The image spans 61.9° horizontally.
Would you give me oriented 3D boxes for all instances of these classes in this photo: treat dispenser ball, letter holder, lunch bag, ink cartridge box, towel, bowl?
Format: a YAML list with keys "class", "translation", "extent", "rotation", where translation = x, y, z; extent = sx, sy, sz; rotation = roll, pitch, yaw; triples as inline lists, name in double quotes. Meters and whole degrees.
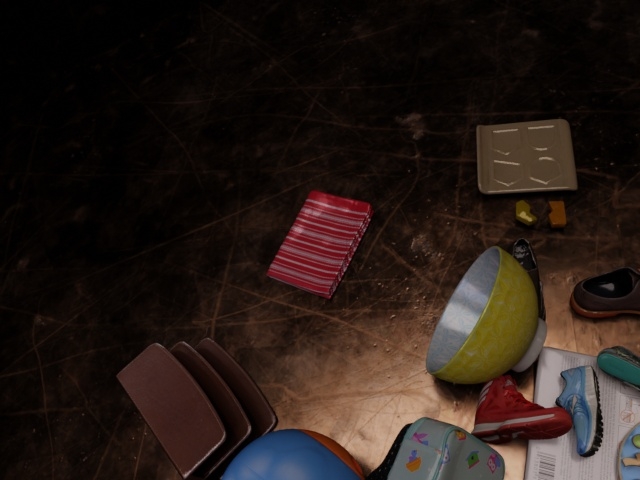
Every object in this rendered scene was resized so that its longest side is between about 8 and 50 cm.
- class: "treat dispenser ball"
  translation: [-0.049, 0.492, 0.966]
  extent: [0.288, 0.288, 0.288]
  rotation: [-8, 60, 14]
- class: "letter holder"
  translation: [-0.272, 0.353, 1.203]
  extent: [0.214, 0.152, 0.302]
  rotation: [-43, 58, -11]
- class: "lunch bag"
  translation: [0.210, 0.475, 0.939]
  extent: [0.108, 0.224, 0.279]
  rotation: [0, 59, 53]
- class: "ink cartridge box"
  translation: [0.524, 0.367, 0.982]
  extent: [0.261, 0.066, 0.296]
  rotation: [8, 65, 21]
- class: "towel"
  translation: [0.000, 0.000, 1.384]
  extent: [0.198, 0.031, 0.275]
  rotation: [17, 69, 27]
- class: "bowl"
  translation: [0.345, 0.172, 1.054]
  extent: [0.156, 0.289, 0.289]
  rotation: [29, 72, 3]

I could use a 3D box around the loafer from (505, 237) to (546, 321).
- class: "loafer"
  translation: [0.437, 0.091, 1.159]
  extent: [0.080, 0.078, 0.220]
  rotation: [-8, 59, 14]

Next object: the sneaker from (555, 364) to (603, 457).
- class: "sneaker"
  translation: [0.468, 0.309, 0.970]
  extent: [0.073, 0.063, 0.162]
  rotation: [-11, 53, 34]

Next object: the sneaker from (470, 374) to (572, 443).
- class: "sneaker"
  translation: [0.367, 0.302, 1.003]
  extent: [0.221, 0.087, 0.128]
  rotation: [-36, 34, 51]

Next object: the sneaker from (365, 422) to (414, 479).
- class: "sneaker"
  translation: [0.164, 0.465, 1.034]
  extent: [0.235, 0.097, 0.084]
  rotation: [-56, 17, 6]

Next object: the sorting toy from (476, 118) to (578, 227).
- class: "sorting toy"
  translation: [0.503, -0.164, 1.309]
  extent: [0.229, 0.041, 0.307]
  rotation: [0, 62, 13]

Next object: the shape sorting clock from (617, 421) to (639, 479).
- class: "shape sorting clock"
  translation: [0.605, 0.387, 0.875]
  extent: [0.206, 0.040, 0.206]
  rotation: [-9, 55, 14]

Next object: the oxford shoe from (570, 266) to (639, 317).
- class: "oxford shoe"
  translation: [0.654, 0.097, 1.072]
  extent: [0.271, 0.098, 0.097]
  rotation: [-12, 59, 11]

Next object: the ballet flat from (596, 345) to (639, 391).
- class: "ballet flat"
  translation: [0.593, 0.247, 0.948]
  extent: [0.070, 0.070, 0.188]
  rotation: [-46, 54, -10]
